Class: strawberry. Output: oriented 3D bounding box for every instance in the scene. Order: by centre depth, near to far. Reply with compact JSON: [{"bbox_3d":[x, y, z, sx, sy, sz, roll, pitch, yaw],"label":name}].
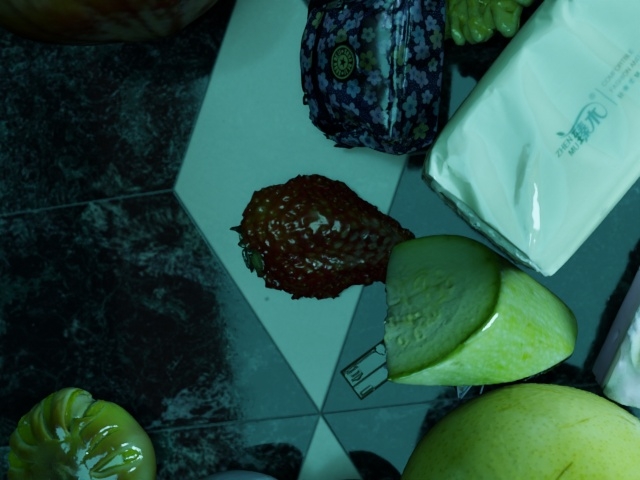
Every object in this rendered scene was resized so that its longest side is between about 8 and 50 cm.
[{"bbox_3d":[-0.001,-0.007,1.302,0.235,0.107,0.175,-16,87,9],"label":"strawberry"}]

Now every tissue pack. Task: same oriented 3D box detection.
[{"bbox_3d":[0.299,-0.158,1.156,0.207,0.297,0.380,39,94,4],"label":"tissue pack"}]

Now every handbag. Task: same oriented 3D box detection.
[{"bbox_3d":[0.057,-0.225,1.251,0.207,0.126,0.229,10,102,49],"label":"handbag"}]

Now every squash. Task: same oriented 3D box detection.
[{"bbox_3d":[0.196,0.103,1.204,0.204,0.237,0.155,-16,130,19],"label":"squash"}]

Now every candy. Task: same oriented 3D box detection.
[{"bbox_3d":[0.434,0.081,1.201,0.115,0.155,0.265,25,94,6],"label":"candy"}]

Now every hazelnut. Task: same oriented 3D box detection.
[{"bbox_3d":[-0.280,-0.412,1.237,0.409,0.359,0.359,-17,87,25],"label":"hazelnut"}]

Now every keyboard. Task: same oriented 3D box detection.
[{"bbox_3d":[0.091,0.158,1.332,0.129,0.015,0.049,-38,89,7],"label":"keyboard"}]

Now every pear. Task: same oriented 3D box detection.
[{"bbox_3d":[0.260,0.333,1.140,0.348,0.348,0.349,0,90,10],"label":"pear"}]

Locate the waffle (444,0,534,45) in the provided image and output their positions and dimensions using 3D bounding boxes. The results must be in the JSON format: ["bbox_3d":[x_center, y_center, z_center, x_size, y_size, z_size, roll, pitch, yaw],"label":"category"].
[{"bbox_3d":[0.208,-0.356,1.216,0.056,0.261,0.250,17,105,-30],"label":"waffle"}]

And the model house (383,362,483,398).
[{"bbox_3d":[0.164,0.146,1.262,0.166,0.117,0.088,16,95,-2],"label":"model house"}]

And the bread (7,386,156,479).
[{"bbox_3d":[-0.334,0.312,1.360,0.213,0.105,0.214,0,93,10],"label":"bread"}]

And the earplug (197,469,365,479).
[{"bbox_3d":[-0.039,0.396,1.285,0.325,0.175,0.214,9,97,0],"label":"earplug"}]
